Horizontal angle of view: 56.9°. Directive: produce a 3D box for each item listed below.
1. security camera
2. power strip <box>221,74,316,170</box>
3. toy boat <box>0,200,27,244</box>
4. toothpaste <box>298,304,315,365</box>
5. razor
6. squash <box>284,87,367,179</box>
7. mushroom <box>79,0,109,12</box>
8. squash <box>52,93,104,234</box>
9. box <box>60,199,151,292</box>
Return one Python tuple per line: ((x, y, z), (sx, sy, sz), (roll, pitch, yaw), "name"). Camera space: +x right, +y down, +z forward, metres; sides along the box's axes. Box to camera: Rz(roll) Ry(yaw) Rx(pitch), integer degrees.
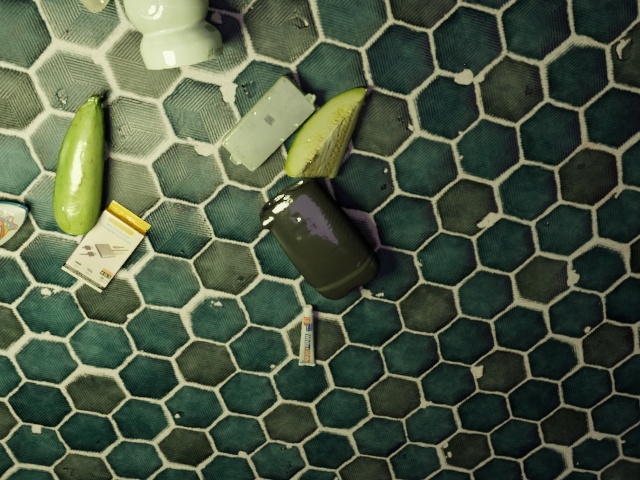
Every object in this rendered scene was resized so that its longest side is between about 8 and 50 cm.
((-0.331, -0.513, 1.314), (0.194, 0.194, 0.236), (-11, 117, 0), "security camera")
((-0.131, -0.297, 1.502), (0.270, 0.046, 0.118), (-43, 107, 14), "power strip")
((-0.894, -0.029, 1.534), (0.295, 0.088, 0.129), (-21, 113, 5), "toy boat")
((-0.038, 0.289, 1.772), (0.052, 0.033, 0.218), (2, 118, -1), "toothpaste")
((0.001, 0.001, 1.605), (0.204, 0.113, 0.349), (-35, 111, 13), "razor")
((0.003, -0.284, 1.485), (0.169, 0.093, 0.252), (-8, 125, -51), "squash")
((-0.548, -0.620, 1.307), (0.116, 0.093, 0.225), (-23, 120, 28), "mushroom")
((-0.600, -0.185, 1.476), (0.118, 0.118, 0.371), (11, 112, -9), "squash")
((-0.585, 0.019, 1.609), (0.129, 0.033, 0.247), (36, 106, -17), "box")
